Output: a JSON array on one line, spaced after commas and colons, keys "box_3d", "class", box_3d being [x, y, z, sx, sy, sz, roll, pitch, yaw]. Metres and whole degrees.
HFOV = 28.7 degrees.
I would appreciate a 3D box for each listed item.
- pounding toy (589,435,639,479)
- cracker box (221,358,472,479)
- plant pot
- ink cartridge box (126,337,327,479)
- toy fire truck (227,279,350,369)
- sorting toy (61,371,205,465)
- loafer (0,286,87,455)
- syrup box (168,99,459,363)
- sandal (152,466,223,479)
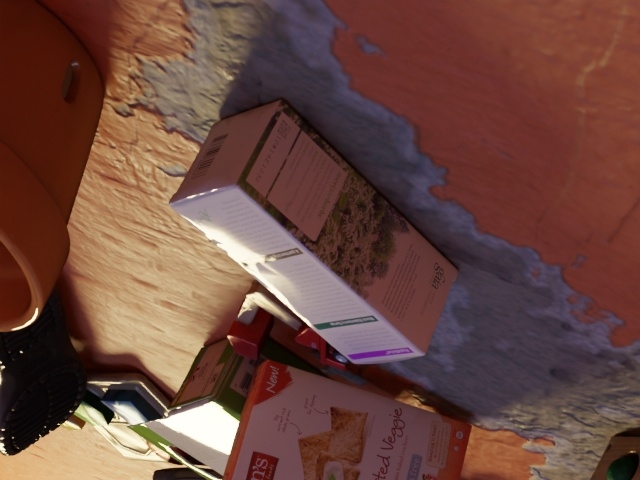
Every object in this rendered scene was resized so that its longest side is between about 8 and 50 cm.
[{"box_3d": [0.326, 0.221, 1.167, 0.141, 0.100, 0.130, 34, 164, -10], "class": "pounding toy"}, {"box_3d": [0.025, 0.232, 1.287, 0.232, 0.155, 0.067, 18, 163, -9], "class": "cracker box"}, {"box_3d": [-0.314, -0.089, 1.036, 0.291, 0.203, 0.291, 19, 151, 11], "class": "plant pot"}, {"box_3d": [-0.087, 0.210, 1.448, 0.189, 0.097, 0.255, 36, 151, -18], "class": "ink cartridge box"}, {"box_3d": [-0.025, 0.070, 1.223, 0.135, 0.047, 0.192, 19, 150, 11], "class": "toy fire truck"}, {"box_3d": [-0.291, 0.251, 1.721, 0.307, 0.041, 0.229, -5, 138, 42], "class": "sorting toy"}, {"box_3d": [-0.377, 0.131, 1.538, 0.130, 0.134, 0.366, 43, 146, 24], "class": "loafer"}, {"box_3d": [0.000, 0.000, 1.046, 0.096, 0.093, 0.237, -13, 133, 47], "class": "syrup box"}, {"box_3d": [-0.092, 0.380, 1.706, 0.303, 0.086, 0.120, 30, 157, -22], "class": "sandal"}]
